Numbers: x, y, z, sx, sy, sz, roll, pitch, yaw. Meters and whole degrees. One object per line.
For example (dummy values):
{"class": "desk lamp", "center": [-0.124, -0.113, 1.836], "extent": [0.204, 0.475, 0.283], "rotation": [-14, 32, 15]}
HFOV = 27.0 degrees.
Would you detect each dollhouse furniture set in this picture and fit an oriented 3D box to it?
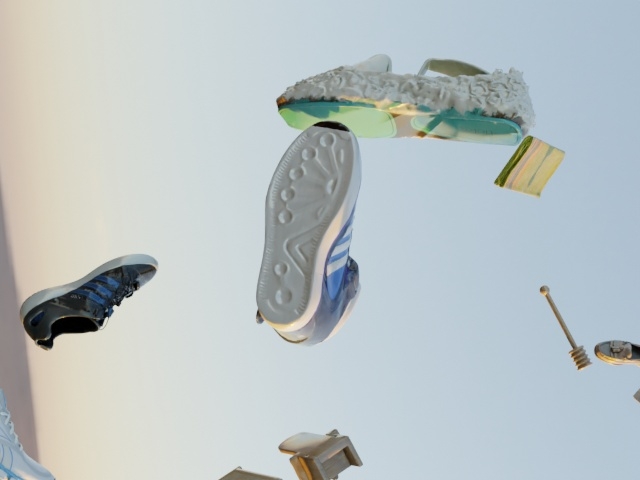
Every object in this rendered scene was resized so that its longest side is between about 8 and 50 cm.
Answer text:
{"class": "dollhouse furniture set", "center": [-0.030, 0.479, 1.786], "extent": [0.355, 0.303, 0.174], "rotation": [62, -23, -9]}

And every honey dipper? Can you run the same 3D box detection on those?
{"class": "honey dipper", "center": [0.424, 0.151, 2.323], "extent": [0.161, 0.030, 0.030], "rotation": [63, -19, 11]}

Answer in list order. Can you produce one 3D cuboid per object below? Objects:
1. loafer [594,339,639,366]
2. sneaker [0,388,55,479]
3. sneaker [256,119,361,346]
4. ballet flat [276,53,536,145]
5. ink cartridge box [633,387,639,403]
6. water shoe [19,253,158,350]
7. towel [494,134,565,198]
{"class": "loafer", "center": [0.526, 0.189, 2.251], "extent": [0.039, 0.125, 0.045], "rotation": [126, -28, -60]}
{"class": "sneaker", "center": [-0.372, 0.214, 1.513], "extent": [0.083, 0.190, 0.071], "rotation": [-55, -166, -10]}
{"class": "sneaker", "center": [0.000, 0.000, 2.007], "extent": [0.236, 0.130, 0.323], "rotation": [39, 64, -71]}
{"class": "ballet flat", "center": [0.139, -0.229, 2.120], "extent": [0.147, 0.409, 0.147], "rotation": [6, 90, -83]}
{"class": "ink cartridge box", "center": [0.654, 0.217, 2.075], "extent": [0.273, 0.114, 0.197], "rotation": [-50, -145, 6]}
{"class": "water shoe", "center": [-0.305, 0.089, 1.818], "extent": [0.080, 0.203, 0.073], "rotation": [56, -19, 29]}
{"class": "towel", "center": [0.368, -0.124, 2.302], "extent": [0.021, 0.237, 0.102], "rotation": [39, -77, 21]}
